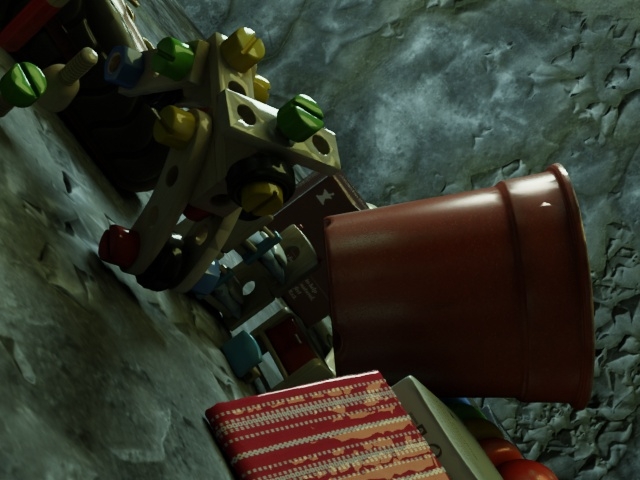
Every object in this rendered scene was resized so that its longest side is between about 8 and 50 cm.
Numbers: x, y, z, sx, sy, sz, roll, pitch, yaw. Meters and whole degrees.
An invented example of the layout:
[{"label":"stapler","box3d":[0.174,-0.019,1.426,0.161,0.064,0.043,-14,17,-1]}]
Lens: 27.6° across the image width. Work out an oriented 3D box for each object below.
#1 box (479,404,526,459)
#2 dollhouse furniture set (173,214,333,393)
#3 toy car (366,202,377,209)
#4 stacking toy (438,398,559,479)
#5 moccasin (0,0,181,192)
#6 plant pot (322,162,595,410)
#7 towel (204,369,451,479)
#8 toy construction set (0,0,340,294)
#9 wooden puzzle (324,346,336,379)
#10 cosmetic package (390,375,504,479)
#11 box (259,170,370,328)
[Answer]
[{"label":"box","box3d":[0.188,0.312,1.653,0.093,0.156,0.158,53,6,-14]},{"label":"dollhouse furniture set","box3d":[-0.059,0.055,1.349,0.183,0.129,0.129,58,7,36]},{"label":"toy car","box3d":[0.028,0.030,2.184,0.155,0.149,0.188,42,52,-24]},{"label":"stacking toy","box3d":[0.147,0.236,1.467,0.141,0.141,0.330,49,-10,-34]},{"label":"moccasin","box3d":[-0.257,-0.232,1.421,0.380,0.139,0.147,53,5,-8]},{"label":"plant pot","box3d":[0.141,0.061,1.429,0.272,0.265,0.272,-5,90,-89]},{"label":"towel","box3d":[0.041,0.236,1.104,0.199,0.031,0.275,-7,51,-38]},{"label":"toy construction set","box3d":[-0.117,-0.126,1.149,0.309,0.237,0.257,39,47,-19]},{"label":"wooden puzzle","box3d":[0.117,0.187,1.863,0.221,0.044,0.238,51,40,-17]},{"label":"cosmetic package","box3d":[0.092,0.253,1.275,0.151,0.151,0.184,57,7,29]},{"label":"box","box3d":[0.000,0.000,1.940,0.168,0.167,0.203,53,6,-7]}]
